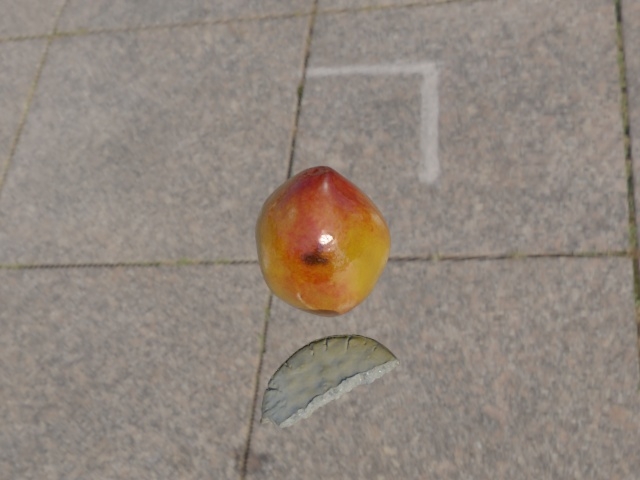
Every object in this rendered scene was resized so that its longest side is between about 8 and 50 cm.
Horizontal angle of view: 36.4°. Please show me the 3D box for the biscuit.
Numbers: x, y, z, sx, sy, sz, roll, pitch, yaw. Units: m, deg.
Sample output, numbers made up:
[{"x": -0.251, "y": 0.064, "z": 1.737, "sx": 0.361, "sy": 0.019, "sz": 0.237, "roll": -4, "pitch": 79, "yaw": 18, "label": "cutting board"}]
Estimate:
[{"x": -0.002, "y": 0.248, "z": 1.838, "sx": 0.290, "sy": 0.038, "sz": 0.141, "roll": -30, "pitch": 49, "yaw": 6, "label": "biscuit"}]

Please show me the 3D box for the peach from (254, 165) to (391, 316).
[{"x": -0.002, "y": 0.004, "z": 2.060, "sx": 0.289, "sy": 0.308, "sz": 0.289, "roll": -3, "pitch": 63, "yaw": 5, "label": "peach"}]
